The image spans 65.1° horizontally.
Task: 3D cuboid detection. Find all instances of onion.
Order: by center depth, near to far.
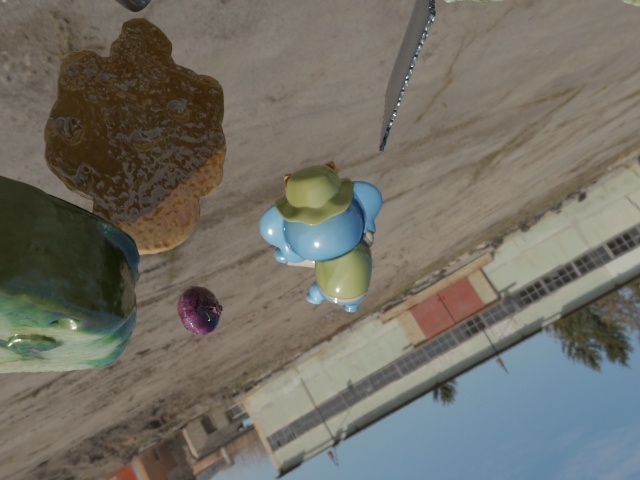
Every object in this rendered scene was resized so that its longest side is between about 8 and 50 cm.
[{"bbox_3d":[-0.271,0.159,1.145,0.104,0.115,0.115,-8,176,21],"label":"onion"}]

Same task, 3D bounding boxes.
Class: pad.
[{"bbox_3d":[0.156,-0.336,0.910,0.012,0.270,0.269,14,135,-3],"label":"pad"}]

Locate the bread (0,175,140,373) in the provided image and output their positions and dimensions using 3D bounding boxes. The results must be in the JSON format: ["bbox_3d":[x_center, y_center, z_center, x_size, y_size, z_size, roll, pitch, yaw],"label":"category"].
[{"bbox_3d":[-0.387,0.053,0.502,0.381,0.129,0.366,-9,154,15],"label":"bread"}]

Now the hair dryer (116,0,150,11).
[{"bbox_3d":[-0.251,-0.412,0.706,0.181,0.064,0.117,-23,158,21],"label":"hair dryer"}]

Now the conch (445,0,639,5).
[{"bbox_3d":[0.273,-0.427,0.717,0.169,0.385,0.203,-98,-150,-78],"label":"conch"}]

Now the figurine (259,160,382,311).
[{"bbox_3d":[0.002,0.002,0.840,0.179,0.262,0.154,10,-153,20],"label":"figurine"}]

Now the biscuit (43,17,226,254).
[{"bbox_3d":[-0.287,-0.165,0.798,0.269,0.376,0.051,1,176,-26],"label":"biscuit"}]
